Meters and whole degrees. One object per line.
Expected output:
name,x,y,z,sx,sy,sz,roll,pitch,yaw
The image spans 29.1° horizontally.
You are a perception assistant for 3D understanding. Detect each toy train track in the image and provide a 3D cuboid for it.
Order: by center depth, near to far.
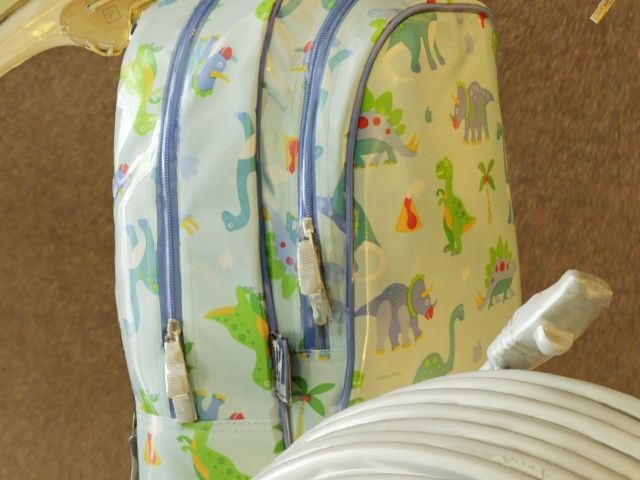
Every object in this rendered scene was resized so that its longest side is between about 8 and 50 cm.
toy train track,0.327,-0.276,1.374,0.048,0.014,0.083,37,81,-1

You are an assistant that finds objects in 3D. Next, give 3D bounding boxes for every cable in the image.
cable,0.065,0.171,0.399,0.257,0.089,0.257,-39,81,37

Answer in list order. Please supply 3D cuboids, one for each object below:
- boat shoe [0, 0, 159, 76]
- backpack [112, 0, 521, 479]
boat shoe,-0.209,-0.224,1.163,0.302,0.113,0.103,-34,102,8
backpack,0.000,0.000,0.773,0.273,0.290,0.355,-18,84,39
